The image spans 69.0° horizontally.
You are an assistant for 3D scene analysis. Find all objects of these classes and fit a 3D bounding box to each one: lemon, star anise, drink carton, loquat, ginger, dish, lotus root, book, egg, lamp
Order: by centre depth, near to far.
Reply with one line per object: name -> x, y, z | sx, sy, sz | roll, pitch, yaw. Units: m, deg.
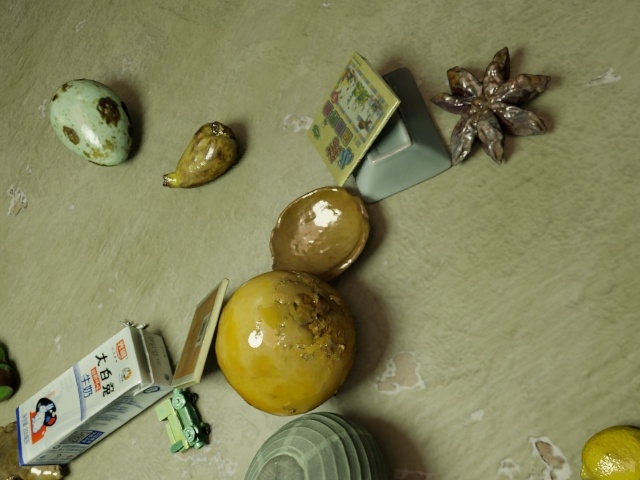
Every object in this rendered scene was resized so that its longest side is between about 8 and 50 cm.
lemon -> 0.404, 0.298, 0.629 | 0.111, 0.082, 0.082 | -37, 66, 13
lamp -> -0.007, 0.394, 0.684 | 0.233, 0.233, 0.265 | -3, 52, 20
loquat -> -0.054, 0.161, 0.761 | 0.235, 0.235, 0.234 | -5, 74, 20
star anise -> 0.303, -0.238, 0.815 | 0.197, 0.073, 0.212 | -20, 72, 18
book -> -0.217, 0.173, 0.825 | 0.018, 0.242, 0.170 | 20, 65, -18
book -> 0.053, -0.223, 0.856 | 0.192, 0.013, 0.168 | -55, 47, 34
dish -> 0.117, -0.214, 0.877 | 0.182, 0.080, 0.243 | -24, 68, 14
drink carton -> -0.449, 0.314, 0.931 | 0.315, 0.106, 0.130 | -36, 58, 8
ginger -> -0.685, 0.473, 0.999 | 0.333, 0.080, 0.166 | -9, 61, 15
lotus root -> -0.257, -0.172, 1.006 | 0.191, 0.094, 0.108 | -42, 44, 15
egg -> -0.530, -0.272, 1.091 | 0.169, 0.169, 0.231 | -35, 76, 9

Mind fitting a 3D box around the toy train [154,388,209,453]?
toy train -> -0.265, 0.346, 0.889 | 0.081, 0.050, 0.122 | -35, 67, 14

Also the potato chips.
potato chips -> 0.001, -0.001, 0.873 | 0.195, 0.062, 0.208 | 29, 89, 30

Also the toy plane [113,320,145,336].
toy plane -> -0.406, 0.201, 0.995 | 0.084, 0.024, 0.077 | -31, 76, 3

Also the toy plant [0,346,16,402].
toy plant -> -0.769, 0.294, 1.072 | 0.093, 0.093, 0.162 | -46, 62, 4
